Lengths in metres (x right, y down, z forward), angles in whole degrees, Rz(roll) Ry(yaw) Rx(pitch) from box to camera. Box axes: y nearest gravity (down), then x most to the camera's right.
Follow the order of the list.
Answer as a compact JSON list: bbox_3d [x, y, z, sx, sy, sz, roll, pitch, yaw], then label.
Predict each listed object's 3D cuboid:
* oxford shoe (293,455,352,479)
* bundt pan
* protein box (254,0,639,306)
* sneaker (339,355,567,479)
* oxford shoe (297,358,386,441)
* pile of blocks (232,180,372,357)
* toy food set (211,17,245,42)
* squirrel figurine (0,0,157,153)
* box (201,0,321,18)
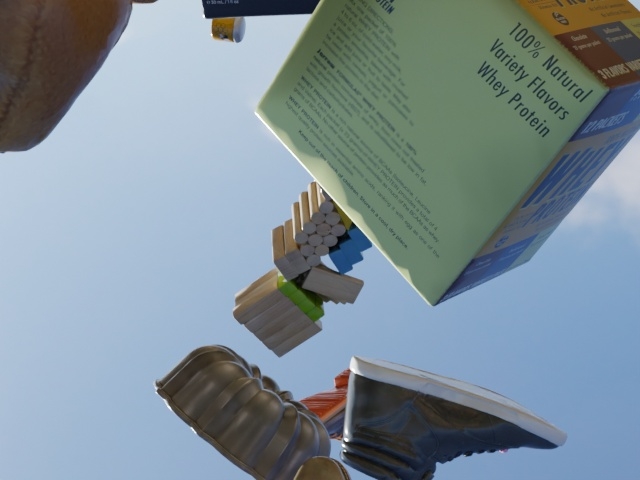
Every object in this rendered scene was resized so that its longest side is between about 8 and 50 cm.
[{"bbox_3d":[-0.019,0.439,1.691,0.123,0.130,0.348,-7,-132,17],"label":"oxford shoe"},{"bbox_3d":[-0.112,0.289,2.029,0.331,0.124,0.331,38,177,2],"label":"bundt pan"},{"bbox_3d":[0.100,-0.104,0.840,0.200,0.201,0.136,48,-142,18],"label":"protein box"},{"bbox_3d":[0.150,0.244,1.464,0.295,0.147,0.104,18,-178,-19],"label":"sneaker"},{"bbox_3d":[0.042,0.376,2.566,0.130,0.133,0.363,-5,-164,43],"label":"oxford shoe"},{"bbox_3d":[0.000,0.000,1.764,0.149,0.362,0.113,22,-150,-18],"label":"pile of blocks"},{"bbox_3d":[-0.081,-0.370,1.578,0.104,0.232,0.111,8,-150,8],"label":"toy food set"},{"bbox_3d":[-0.283,-0.248,0.825,0.370,0.397,0.281,21,-170,29],"label":"squirrel figurine"},{"bbox_3d":[0.006,-0.318,1.164,0.261,0.184,0.103,2,-147,18],"label":"box"}]
